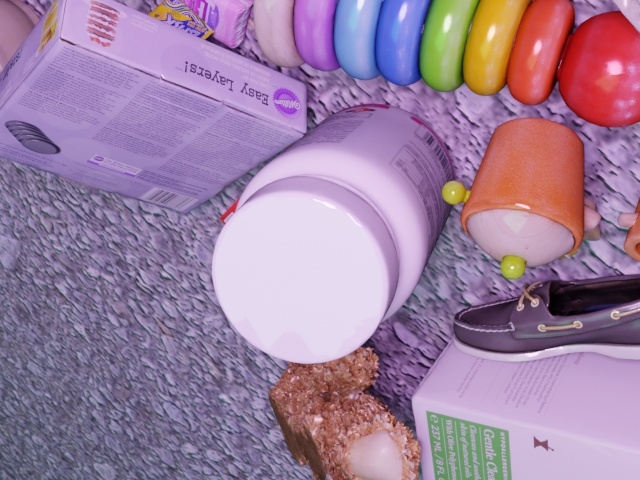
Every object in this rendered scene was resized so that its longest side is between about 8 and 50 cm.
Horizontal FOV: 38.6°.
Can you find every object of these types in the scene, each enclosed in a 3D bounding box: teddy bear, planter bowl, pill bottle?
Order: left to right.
[{"bbox_3d":[-0.385,-0.220,1.062,0.162,0.109,0.162,19,131,23],"label":"planter bowl"},{"bbox_3d":[0.020,-0.016,0.784,0.160,0.283,0.160,5,109,15],"label":"pill bottle"},{"bbox_3d":[0.044,0.226,1.019,0.245,0.113,0.338,68,165,1],"label":"teddy bear"}]

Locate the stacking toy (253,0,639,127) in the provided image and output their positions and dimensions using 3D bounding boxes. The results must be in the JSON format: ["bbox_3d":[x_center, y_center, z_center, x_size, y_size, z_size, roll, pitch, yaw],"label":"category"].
[{"bbox_3d":[0.118,-0.172,0.738,0.330,0.141,0.141,19,131,17],"label":"stacking toy"}]

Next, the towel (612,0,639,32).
[{"bbox_3d":[0.315,-0.210,0.558,0.282,0.049,0.187,-43,71,36],"label":"towel"}]

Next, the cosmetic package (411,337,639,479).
[{"bbox_3d":[0.292,0.216,0.883,0.365,0.155,0.197,8,124,32],"label":"cosmetic package"}]

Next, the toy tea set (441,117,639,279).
[{"bbox_3d":[0.265,-0.001,0.713,0.336,0.124,0.200,3,156,32],"label":"toy tea set"}]

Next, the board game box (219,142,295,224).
[{"bbox_3d":[0.000,0.000,1.002,0.193,0.045,0.147,46,136,-3],"label":"board game box"}]

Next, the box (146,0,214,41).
[{"bbox_3d":[-0.172,-0.180,0.957,0.059,0.054,0.169,42,147,-5],"label":"box"}]

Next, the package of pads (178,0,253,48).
[{"bbox_3d":[-0.109,-0.234,0.912,0.083,0.032,0.050,33,136,11],"label":"package of pads"}]

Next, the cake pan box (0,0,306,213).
[{"bbox_3d":[-0.179,-0.122,0.914,0.267,0.070,0.246,17,154,-31],"label":"cake pan box"}]

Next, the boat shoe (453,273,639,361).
[{"bbox_3d":[0.230,0.068,0.872,0.227,0.081,0.069,-5,116,29],"label":"boat shoe"}]
